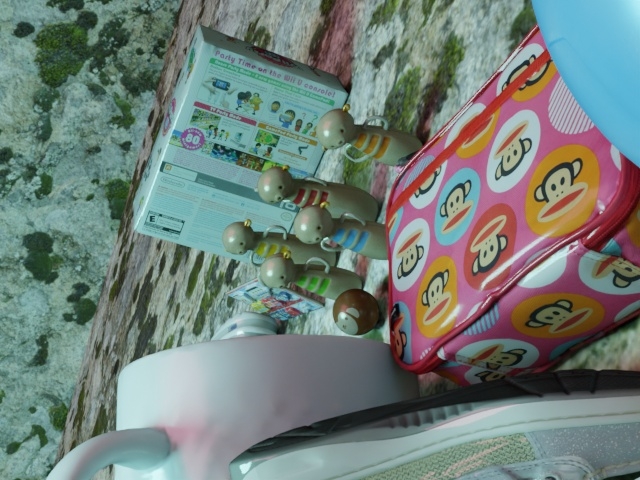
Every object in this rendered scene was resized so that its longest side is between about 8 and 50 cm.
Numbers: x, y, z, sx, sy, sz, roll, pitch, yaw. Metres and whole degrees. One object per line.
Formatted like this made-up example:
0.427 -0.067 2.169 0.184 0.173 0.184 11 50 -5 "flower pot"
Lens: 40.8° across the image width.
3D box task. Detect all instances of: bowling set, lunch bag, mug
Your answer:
0.000 0.000 0.988 0.287 0.154 0.200 -55 29 39 "bowling set"
0.166 -0.040 0.691 0.293 0.120 0.258 -48 31 45 "lunch bag"
-0.069 0.264 0.706 0.276 0.374 0.328 -22 63 38 "mug"

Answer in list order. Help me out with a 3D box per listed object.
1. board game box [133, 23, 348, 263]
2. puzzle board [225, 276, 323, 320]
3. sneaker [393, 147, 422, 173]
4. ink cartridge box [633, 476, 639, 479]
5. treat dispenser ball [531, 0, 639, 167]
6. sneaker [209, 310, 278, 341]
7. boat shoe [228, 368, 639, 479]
-0.125 -0.131 1.276 0.303 0.224 0.097 -65 22 22 "board game box"
-0.064 0.081 1.160 0.128 0.096 0.011 -27 42 60 "puzzle board"
0.124 -0.089 0.909 0.119 0.047 0.057 0 69 59 "sneaker"
0.204 0.219 0.330 0.198 0.115 0.273 -33 38 15 "ink cartridge box"
0.234 -0.142 0.362 0.288 0.288 0.288 -47 35 48 "treat dispenser ball"
-0.155 0.220 1.271 0.281 0.105 0.115 -53 31 41 "sneaker"
0.100 0.153 0.563 0.118 0.320 0.103 7 -111 -80 "boat shoe"
